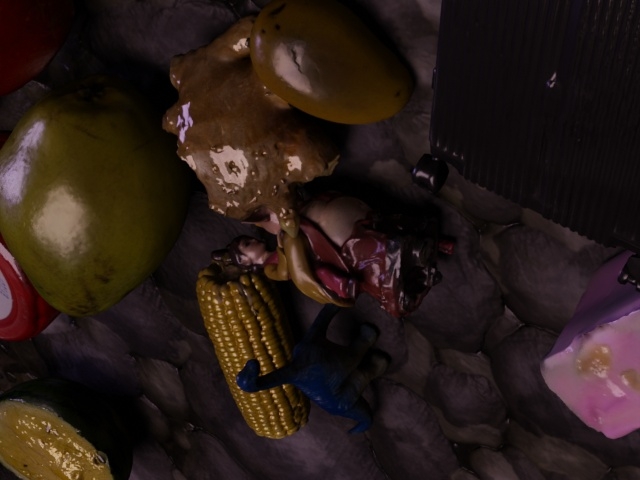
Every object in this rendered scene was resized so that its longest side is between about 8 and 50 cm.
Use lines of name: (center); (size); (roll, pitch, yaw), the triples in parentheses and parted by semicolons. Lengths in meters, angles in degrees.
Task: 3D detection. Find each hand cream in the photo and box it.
hand cream: (-0.376, -0.002, 1.873); (0.230, 0.149, 0.230); (25, 142, 22)

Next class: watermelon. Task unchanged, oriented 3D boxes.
watermelon: (-0.344, 0.257, 2.115); (0.232, 0.127, 0.204); (26, 140, 14)

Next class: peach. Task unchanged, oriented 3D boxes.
peach: (-0.363, -0.238, 1.588); (0.243, 0.199, 0.243); (20, 147, 14)

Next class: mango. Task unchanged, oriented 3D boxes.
mango: (0.010, -0.163, 1.445); (0.161, 0.076, 0.103); (29, 99, -8)

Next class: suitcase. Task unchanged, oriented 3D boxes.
suitcase: (0.210, -0.148, 1.212); (0.230, 0.152, 0.335); (26, 148, 19)

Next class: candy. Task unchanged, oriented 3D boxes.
candy: (0.319, 0.057, 1.348); (0.116, 0.155, 0.265); (42, 142, -8)

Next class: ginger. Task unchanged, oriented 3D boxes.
ginger: (-0.067, -0.102, 1.537); (0.157, 0.102, 0.216); (-23, 94, 12)

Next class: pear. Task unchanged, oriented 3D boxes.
pear: (-0.244, -0.047, 1.668); (0.212, 0.212, 0.269); (22, 125, 22)

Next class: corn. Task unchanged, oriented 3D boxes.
corn: (-0.073, 0.122, 1.789); (0.093, 0.093, 0.244); (10, 134, 33)

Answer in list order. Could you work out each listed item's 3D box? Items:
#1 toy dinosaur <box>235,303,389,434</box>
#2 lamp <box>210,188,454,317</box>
toy dinosaur: (-0.008, 0.173, 1.710); (0.075, 0.188, 0.247); (23, 141, 32)
lamp: (0.000, 0.000, 1.593); (0.253, 0.118, 0.118); (17, 137, 31)
